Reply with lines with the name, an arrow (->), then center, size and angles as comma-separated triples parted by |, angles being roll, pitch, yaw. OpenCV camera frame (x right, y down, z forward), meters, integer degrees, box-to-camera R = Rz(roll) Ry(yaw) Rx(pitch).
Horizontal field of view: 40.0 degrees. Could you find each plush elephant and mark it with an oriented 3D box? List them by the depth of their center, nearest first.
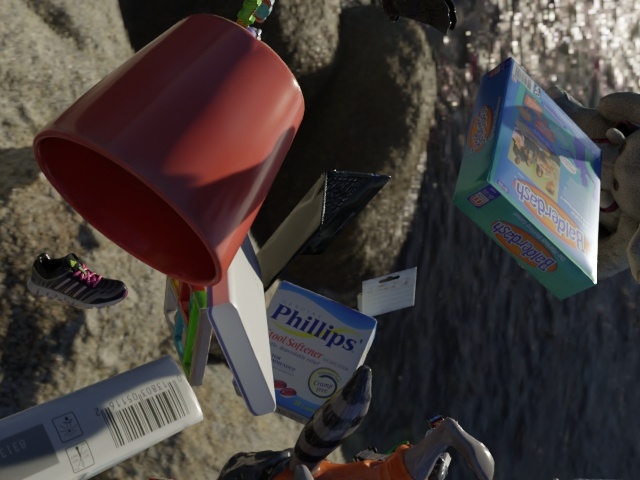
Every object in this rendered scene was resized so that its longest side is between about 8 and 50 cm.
plush elephant -> 0.393, -0.079, 1.127 | 0.255, 0.330, 0.272 | 23, 82, -64

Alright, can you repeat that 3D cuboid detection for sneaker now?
sneaker -> 0.084, -0.306, 1.067 | 0.051, 0.170, 0.089 | -36, 134, -57
sneaker -> -0.403, 0.061, 1.454 | 0.063, 0.170, 0.075 | -72, 171, -59

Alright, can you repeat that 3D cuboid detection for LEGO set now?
LEGO set -> 0.114, 0.325, 1.250 | 0.060, 0.182, 0.244 | 65, 20, -4

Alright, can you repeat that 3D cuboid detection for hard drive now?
hard drive -> -0.122, 0.071, 1.299 | 0.319, 0.040, 0.210 | -102, 176, -54

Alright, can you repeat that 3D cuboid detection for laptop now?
laptop -> 0.000, 0.000, 1.561 | 0.264, 0.234, 0.137 | 0, 52, -46

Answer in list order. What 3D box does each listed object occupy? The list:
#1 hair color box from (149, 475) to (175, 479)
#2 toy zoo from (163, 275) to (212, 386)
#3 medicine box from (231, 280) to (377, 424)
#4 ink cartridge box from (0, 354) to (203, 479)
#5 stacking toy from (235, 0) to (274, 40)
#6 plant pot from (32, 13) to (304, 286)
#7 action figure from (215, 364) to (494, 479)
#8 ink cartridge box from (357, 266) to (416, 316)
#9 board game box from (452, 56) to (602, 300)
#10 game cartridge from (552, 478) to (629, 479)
hair color box -> -0.296, 0.493, 1.558 | 0.072, 0.043, 0.141 | 107, -5, -77
toy zoo -> -0.282, 0.134, 1.833 | 0.030, 0.293, 0.192 | -2, 125, -24
medicine box -> -0.036, 0.289, 2.157 | 0.149, 0.263, 0.289 | 89, 24, -69
ink cartridge box -> -0.358, 0.269, 0.958 | 0.308, 0.385, 0.091 | -18, 76, -53
stacking toy -> -0.121, -0.382, 1.548 | 0.052, 0.221, 0.167 | 28, 46, -9
plant pot -> -0.163, -0.120, 1.058 | 0.243, 0.275, 0.275 | -56, 131, -23
action figure -> 0.010, 0.233, 0.871 | 0.341, 0.330, 0.179 | -23, 83, -41
ink cartridge box -> 0.165, 0.121, 2.222 | 0.145, 0.045, 0.179 | -14, 143, -7
board game box -> 0.217, -0.067, 0.893 | 0.160, 0.047, 0.210 | 40, 42, -19
game cartridge -> 0.383, 0.346, 0.931 | 0.060, 0.294, 0.196 | -58, 138, -55
